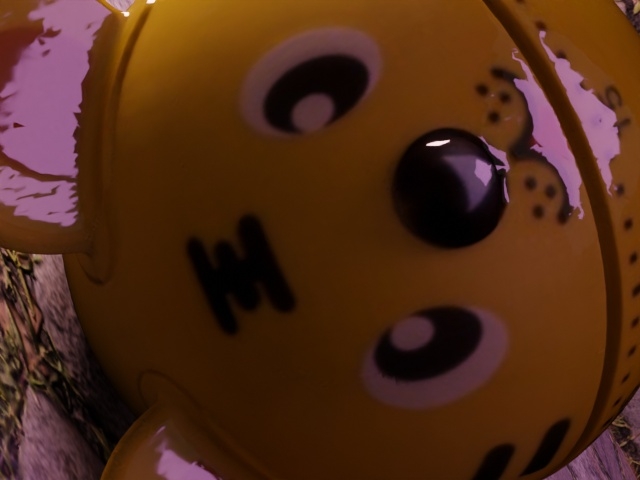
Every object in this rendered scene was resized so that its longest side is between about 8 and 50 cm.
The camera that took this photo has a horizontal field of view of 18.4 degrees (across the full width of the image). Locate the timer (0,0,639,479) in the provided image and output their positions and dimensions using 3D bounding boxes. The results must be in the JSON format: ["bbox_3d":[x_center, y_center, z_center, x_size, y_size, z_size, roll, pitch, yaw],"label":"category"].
[{"bbox_3d":[0.000,0.000,1.035,0.387,0.376,0.376,-24,90,-36],"label":"timer"}]
